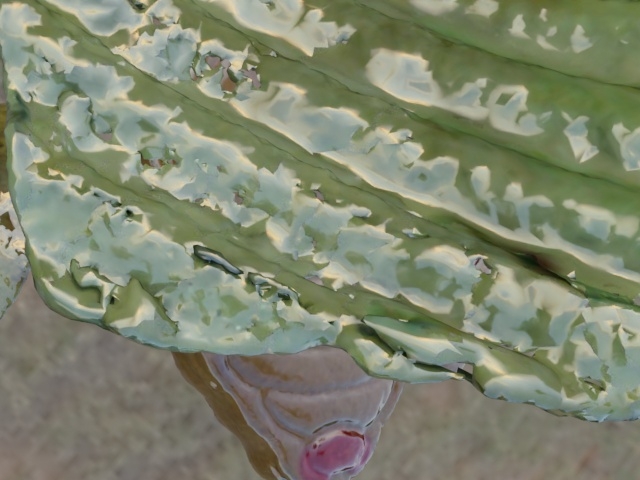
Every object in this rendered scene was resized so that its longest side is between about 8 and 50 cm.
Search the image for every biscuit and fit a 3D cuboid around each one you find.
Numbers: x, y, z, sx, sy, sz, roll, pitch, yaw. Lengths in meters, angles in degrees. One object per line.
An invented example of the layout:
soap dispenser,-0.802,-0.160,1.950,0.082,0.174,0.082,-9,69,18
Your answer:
biscuit,0.000,0.000,1.507,0.359,0.074,0.381,-2,88,-39

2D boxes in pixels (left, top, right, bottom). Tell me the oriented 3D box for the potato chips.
potato chips,0.056,-0.099,0.820,0.389,0.373,0.097,3,137,-3

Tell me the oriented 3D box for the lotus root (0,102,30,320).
lotus root,-0.234,-0.007,1.219,0.078,0.183,0.203,33,106,-25
